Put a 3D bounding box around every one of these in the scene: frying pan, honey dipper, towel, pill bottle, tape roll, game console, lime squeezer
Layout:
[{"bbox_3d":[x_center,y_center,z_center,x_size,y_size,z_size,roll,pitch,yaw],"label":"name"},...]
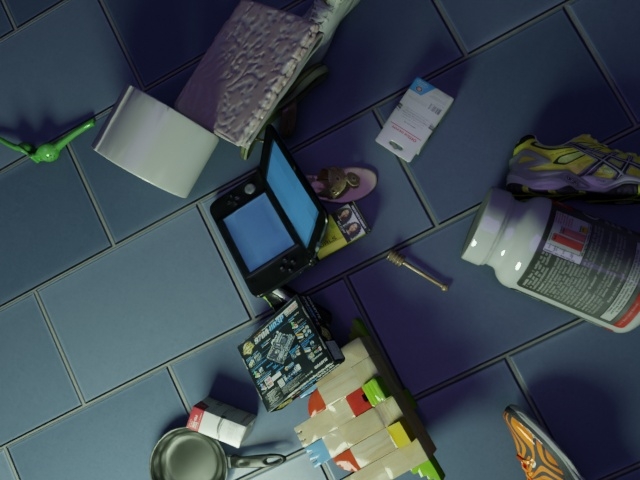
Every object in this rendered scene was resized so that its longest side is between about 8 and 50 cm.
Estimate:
[{"bbox_3d":[-0.263,0.516,1.325,0.326,0.053,0.197,-31,83,4],"label":"frying pan"},{"bbox_3d":[0.230,0.074,1.289,0.161,0.030,0.030,33,92,5],"label":"honey dipper"},{"bbox_3d":[-0.181,-0.402,1.299,0.317,0.053,0.331,35,92,38],"label":"towel"},{"bbox_3d":[0.501,0.031,1.156,0.363,0.210,0.210,24,91,9],"label":"pill bottle"},{"bbox_3d":[-0.384,-0.230,1.288,0.246,0.246,0.169,30,92,9],"label":"tape roll"},{"bbox_3d":[-0.129,-0.064,1.235,0.250,0.173,0.293,-33,63,3],"label":"game console"},{"bbox_3d":[-0.749,-0.258,1.438,0.311,0.059,0.109,-3,87,9],"label":"lime squeezer"}]

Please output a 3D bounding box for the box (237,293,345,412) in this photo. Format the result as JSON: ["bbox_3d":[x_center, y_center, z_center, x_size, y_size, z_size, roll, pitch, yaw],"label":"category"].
[{"bbox_3d":[-0.072,0.253,1.226,0.220,0.051,0.175,-43,62,23],"label":"box"}]

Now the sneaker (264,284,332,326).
[{"bbox_3d":[-0.085,0.165,1.301,0.235,0.084,0.097,30,93,9],"label":"sneaker"}]

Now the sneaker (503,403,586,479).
[{"bbox_3d":[0.463,0.524,1.178,0.180,0.124,0.321,-37,82,4],"label":"sneaker"}]

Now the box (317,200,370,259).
[{"bbox_3d":[0.000,0.000,1.310,0.232,0.058,0.087,-30,83,6],"label":"box"}]

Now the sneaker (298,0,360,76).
[{"bbox_3d":[-0.006,-0.537,1.286,0.108,0.169,0.292,35,94,7],"label":"sneaker"}]

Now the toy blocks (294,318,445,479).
[{"bbox_3d":[0.067,0.406,1.231,0.261,0.191,0.381,-35,72,14],"label":"toy blocks"}]

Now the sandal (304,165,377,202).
[{"bbox_3d":[0.013,-0.135,1.305,0.240,0.079,0.088,-2,87,8],"label":"sandal"}]

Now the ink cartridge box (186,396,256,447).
[{"bbox_3d":[-0.233,0.430,1.300,0.135,0.099,0.056,18,90,10],"label":"ink cartridge box"}]

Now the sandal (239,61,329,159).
[{"bbox_3d":[-0.081,-0.300,1.315,0.303,0.120,0.086,-43,96,4],"label":"sandal"}]

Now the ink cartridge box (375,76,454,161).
[{"bbox_3d":[0.219,-0.278,1.291,0.104,0.060,0.180,35,92,8],"label":"ink cartridge box"}]

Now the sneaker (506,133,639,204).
[{"bbox_3d":[0.607,-0.158,1.187,0.385,0.145,0.147,4,83,5],"label":"sneaker"}]
